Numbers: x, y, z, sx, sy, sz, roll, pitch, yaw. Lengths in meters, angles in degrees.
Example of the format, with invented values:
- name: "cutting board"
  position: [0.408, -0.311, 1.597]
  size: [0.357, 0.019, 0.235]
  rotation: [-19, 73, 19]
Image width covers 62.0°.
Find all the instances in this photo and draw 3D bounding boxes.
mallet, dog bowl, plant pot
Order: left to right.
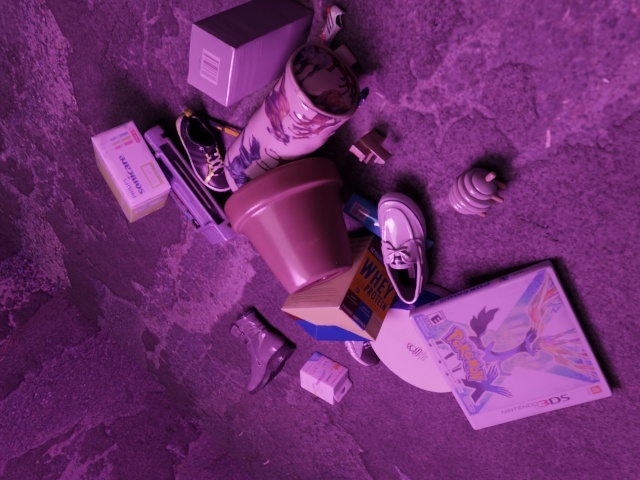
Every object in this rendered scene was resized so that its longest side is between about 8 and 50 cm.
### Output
- name: "mallet"
  position: [-0.229, -0.282, 1.323]
  size: [0.190, 0.039, 0.062]
  rotation: [33, 141, 22]
- name: "plant pot"
  position: [-0.044, -0.016, 1.137]
  size: [0.263, 0.263, 0.229]
  rotation: [-35, 76, 51]
- name: "dog bowl"
  position: [0.249, 0.232, 1.277]
  size: [0.265, 0.104, 0.264]
  rotation: [24, 136, 25]

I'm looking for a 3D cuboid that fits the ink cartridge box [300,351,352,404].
- name: "ink cartridge box"
  position: [0.021, 0.436, 1.675]
  size: [0.143, 0.092, 0.089]
  rotation: [22, 135, 26]

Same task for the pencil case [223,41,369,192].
- name: "pencil case"
  position: [-0.071, -0.226, 1.113]
  size: [0.160, 0.184, 0.410]
  rotation: [52, 144, 0]

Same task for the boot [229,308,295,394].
- name: "boot"
  position: [-0.231, 0.383, 1.861]
  size: [0.223, 0.118, 0.338]
  rotation: [42, 131, 10]

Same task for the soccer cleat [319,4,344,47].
- name: "soccer cleat"
  position: [0.023, -0.395, 0.995]
  size: [0.036, 0.029, 0.083]
  rotation: [35, 136, 20]

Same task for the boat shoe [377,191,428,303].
- name: "boat shoe"
  position: [0.173, 0.024, 1.133]
  size: [0.096, 0.088, 0.267]
  rotation: [3, 132, 21]

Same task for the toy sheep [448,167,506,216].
- name: "toy sheep"
  position: [0.285, -0.090, 0.978]
  size: [0.091, 0.091, 0.132]
  rotation: [42, 147, 6]

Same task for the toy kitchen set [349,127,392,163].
- name: "toy kitchen set"
  position: [0.098, -0.167, 1.080]
  size: [0.068, 0.083, 0.075]
  rotation: [43, 142, 6]

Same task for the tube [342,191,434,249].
- name: "tube"
  position: [0.147, -0.030, 1.189]
  size: [0.207, 0.052, 0.080]
  rotation: [35, 143, 4]

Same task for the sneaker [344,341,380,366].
- name: "sneaker"
  position: [0.122, 0.239, 1.418]
  size: [0.132, 0.086, 0.228]
  rotation: [-21, 107, 47]

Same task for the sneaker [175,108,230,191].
- name: "sneaker"
  position: [-0.296, -0.224, 1.367]
  size: [0.097, 0.084, 0.234]
  rotation: [13, 138, 60]

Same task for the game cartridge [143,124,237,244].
- name: "game cartridge"
  position: [-0.381, -0.141, 1.512]
  size: [0.355, 0.068, 0.230]
  rotation: [54, 156, -10]

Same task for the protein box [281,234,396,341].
- name: "protein box"
  position: [0.055, 0.116, 1.252]
  size: [0.200, 0.201, 0.136]
  rotation: [-10, 133, 47]

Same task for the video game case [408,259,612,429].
- name: "video game case"
  position: [0.390, 0.231, 1.103]
  size: [0.300, 0.036, 0.329]
  rotation: [-25, 107, 23]

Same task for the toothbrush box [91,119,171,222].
- name: "toothbrush box"
  position: [-0.537, -0.185, 1.513]
  size: [0.206, 0.122, 0.283]
  rotation: [60, 160, -3]

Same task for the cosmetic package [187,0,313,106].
- name: "cosmetic package"
  position: [-0.126, -0.362, 0.994]
  size: [0.107, 0.238, 0.127]
  rotation: [33, 137, 12]
